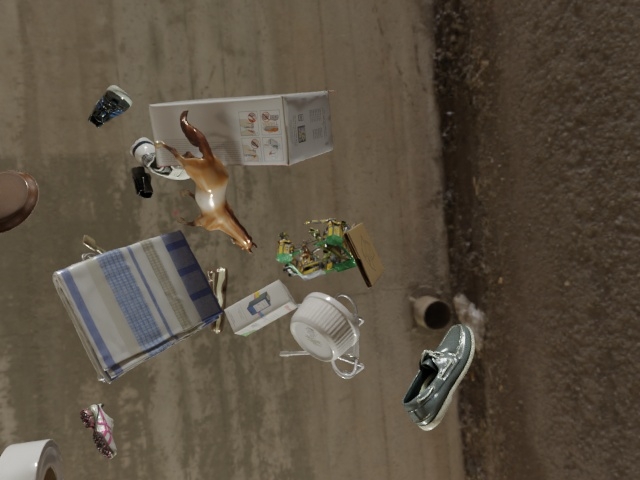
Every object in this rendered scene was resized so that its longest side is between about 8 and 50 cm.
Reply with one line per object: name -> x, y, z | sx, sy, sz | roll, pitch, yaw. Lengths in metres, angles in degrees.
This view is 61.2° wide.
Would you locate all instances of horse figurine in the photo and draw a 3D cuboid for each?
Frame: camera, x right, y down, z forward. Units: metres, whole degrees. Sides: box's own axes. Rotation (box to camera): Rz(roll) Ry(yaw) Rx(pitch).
horse figurine -> -0.216, -0.099, 0.999 | 0.174, 0.066, 0.263 | 21, 132, 32

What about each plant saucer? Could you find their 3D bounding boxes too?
plant saucer -> -0.735, -0.093, 1.250 | 0.029, 0.168, 0.168 | 31, 141, 17

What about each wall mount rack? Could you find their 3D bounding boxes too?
wall mount rack -> 0.020, 0.349, 1.992 | 0.130, 0.304, 0.350 | -46, 29, 41

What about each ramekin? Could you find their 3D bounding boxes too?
ramekin -> 0.004, 0.268, 1.632 | 0.207, 0.109, 0.207 | 29, 144, 24

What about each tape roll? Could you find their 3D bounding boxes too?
tape roll -> -0.752, 0.669, 1.406 | 0.286, 0.100, 0.286 | 175, 90, -78

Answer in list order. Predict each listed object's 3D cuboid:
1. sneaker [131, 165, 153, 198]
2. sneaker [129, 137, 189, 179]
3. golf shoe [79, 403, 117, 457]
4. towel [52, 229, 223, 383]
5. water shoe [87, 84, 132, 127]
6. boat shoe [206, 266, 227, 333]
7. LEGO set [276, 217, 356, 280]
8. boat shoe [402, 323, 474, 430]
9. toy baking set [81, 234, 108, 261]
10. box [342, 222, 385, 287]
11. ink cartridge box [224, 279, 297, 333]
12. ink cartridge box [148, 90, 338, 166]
sneaker -> -0.509, -0.157, 1.552 | 0.170, 0.051, 0.089 | 140, 114, -78
sneaker -> -0.452, -0.218, 1.598 | 0.095, 0.235, 0.090 | 41, 101, 27
golf shoe -> -0.705, 0.617, 1.770 | 0.067, 0.086, 0.186 | -46, 72, 36
towel -> -0.325, 0.108, 1.003 | 0.034, 0.285, 0.209 | -26, 90, 38
water shoe -> -0.577, -0.357, 1.483 | 0.203, 0.073, 0.080 | -9, 51, 55
boat shoe -> -0.393, 0.218, 1.976 | 0.095, 0.095, 0.257 | 99, 171, -54
LEGO set -> 0.000, 0.000, 2.063 | 0.331, 0.255, 0.192 | -26, 42, 31
boat shoe -> 0.313, 0.337, 1.435 | 0.319, 0.099, 0.116 | -56, 13, -30
toy baking set -> -0.647, 0.108, 1.655 | 0.197, 0.030, 0.256 | 4, -106, -72
box -> 0.127, 0.037, 1.540 | 0.164, 0.021, 0.201 | 65, -163, -1
ink cartridge box -> -0.198, 0.232, 1.838 | 0.093, 0.212, 0.154 | 62, 180, 16
ink cartridge box -> -0.142, -0.237, 1.134 | 0.272, 0.309, 0.130 | -34, -57, -59
